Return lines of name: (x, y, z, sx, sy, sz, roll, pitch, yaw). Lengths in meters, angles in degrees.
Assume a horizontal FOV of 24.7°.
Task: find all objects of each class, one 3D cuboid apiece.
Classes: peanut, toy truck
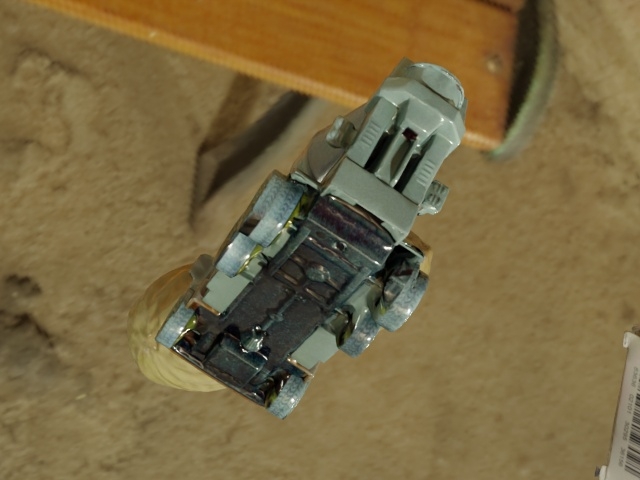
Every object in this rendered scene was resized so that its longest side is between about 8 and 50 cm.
peanut: (-0.037, 0.049, 1.223, 0.125, 0.274, 0.111, 20, 50, -78)
toy truck: (0.000, 0.000, 0.904, 0.108, 0.257, 0.140, 33, 55, -7)

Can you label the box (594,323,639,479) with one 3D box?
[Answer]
box: (0.443, 0.170, 1.490, 0.333, 0.145, 0.173, -5, 109, -41)
